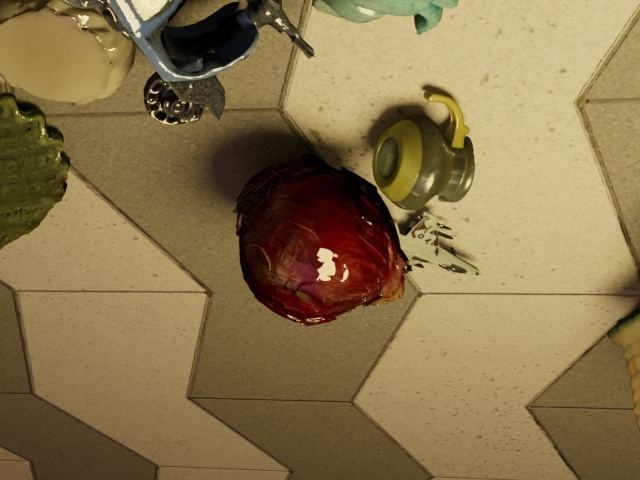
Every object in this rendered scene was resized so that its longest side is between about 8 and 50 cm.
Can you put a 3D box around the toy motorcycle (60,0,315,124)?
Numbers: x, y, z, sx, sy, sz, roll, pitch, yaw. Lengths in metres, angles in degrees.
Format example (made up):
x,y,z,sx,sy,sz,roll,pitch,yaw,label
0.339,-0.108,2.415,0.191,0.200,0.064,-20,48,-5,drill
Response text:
x,y,z,sx,sy,sz,roll,pitch,yaw,label
-0.157,-0.274,0.931,0.212,0.125,0.359,-25,139,5,toy motorcycle

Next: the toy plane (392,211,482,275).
x,y,z,sx,sy,sz,roll,pitch,yaw,label
0.164,0.011,1.392,0.234,0.082,0.160,9,139,-32,toy plane

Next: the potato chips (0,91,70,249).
x,y,z,sx,sy,sz,roll,pitch,yaw,label
-0.571,-0.113,1.314,0.429,0.070,0.358,-11,141,23,potato chips

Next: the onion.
x,y,z,sx,sy,sz,roll,pitch,yaw,label
-0.018,-0.007,1.222,0.280,0.281,0.221,21,103,-22,onion

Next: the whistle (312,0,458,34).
x,y,z,sx,sy,sz,roll,pitch,yaw,label
0.063,-0.276,0.889,0.186,0.093,0.274,8,178,-23,whistle

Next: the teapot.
x,y,z,sx,sy,sz,roll,pitch,yaw,label
0.146,-0.120,1.164,0.119,0.130,0.166,5,117,-26,teapot

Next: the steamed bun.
x,y,z,sx,sy,sz,roll,pitch,yaw,label
-0.314,-0.251,1.035,0.182,0.106,0.183,0,143,0,steamed bun

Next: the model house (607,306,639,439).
x,y,z,sx,sy,sz,roll,pitch,yaw,label
0.663,0.121,1.233,0.394,0.400,0.445,-2,155,-11,model house
